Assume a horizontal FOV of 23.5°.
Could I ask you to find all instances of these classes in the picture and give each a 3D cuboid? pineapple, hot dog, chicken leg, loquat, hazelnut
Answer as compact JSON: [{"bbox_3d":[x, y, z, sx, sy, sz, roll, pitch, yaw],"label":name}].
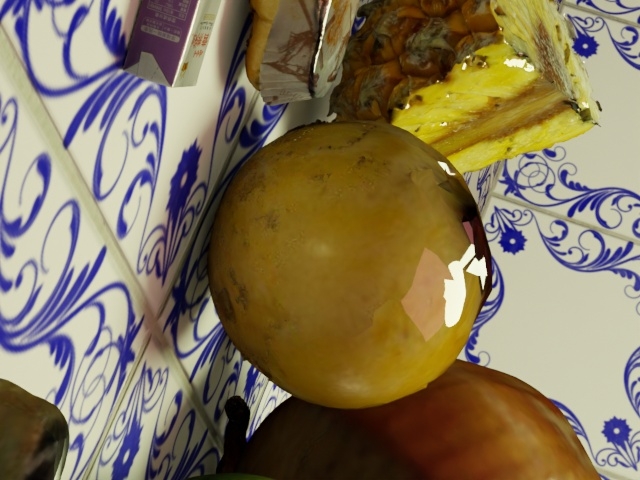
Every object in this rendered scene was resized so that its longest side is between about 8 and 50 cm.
[{"bbox_3d":[0.075,-0.169,1.450,0.344,0.286,0.209,19,51,-64],"label":"pineapple"},{"bbox_3d":[-0.001,-0.217,1.124,0.131,0.069,0.252,-27,134,-68],"label":"hot dog"},{"bbox_3d":[-0.084,0.240,1.572,0.205,0.053,0.093,103,-8,-57],"label":"chicken leg"},{"bbox_3d":[0.022,0.015,1.236,0.235,0.235,0.235,19,90,-79],"label":"loquat"},{"bbox_3d":[0.092,0.261,1.436,0.366,0.366,0.365,19,90,-79],"label":"hazelnut"}]

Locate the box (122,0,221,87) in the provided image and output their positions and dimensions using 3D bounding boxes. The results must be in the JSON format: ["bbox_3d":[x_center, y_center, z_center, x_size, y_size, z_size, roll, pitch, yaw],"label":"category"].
[{"bbox_3d":[-0.082,-0.152,0.936,0.050,0.036,0.117,-22,131,-76],"label":"box"}]

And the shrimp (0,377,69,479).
[{"bbox_3d":[-0.241,0.236,0.663,0.445,0.110,0.221,-58,169,-37],"label":"shrimp"}]

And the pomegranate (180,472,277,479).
[{"bbox_3d":[-0.118,0.320,1.180,0.358,0.216,0.310,-42,180,26],"label":"pomegranate"}]
